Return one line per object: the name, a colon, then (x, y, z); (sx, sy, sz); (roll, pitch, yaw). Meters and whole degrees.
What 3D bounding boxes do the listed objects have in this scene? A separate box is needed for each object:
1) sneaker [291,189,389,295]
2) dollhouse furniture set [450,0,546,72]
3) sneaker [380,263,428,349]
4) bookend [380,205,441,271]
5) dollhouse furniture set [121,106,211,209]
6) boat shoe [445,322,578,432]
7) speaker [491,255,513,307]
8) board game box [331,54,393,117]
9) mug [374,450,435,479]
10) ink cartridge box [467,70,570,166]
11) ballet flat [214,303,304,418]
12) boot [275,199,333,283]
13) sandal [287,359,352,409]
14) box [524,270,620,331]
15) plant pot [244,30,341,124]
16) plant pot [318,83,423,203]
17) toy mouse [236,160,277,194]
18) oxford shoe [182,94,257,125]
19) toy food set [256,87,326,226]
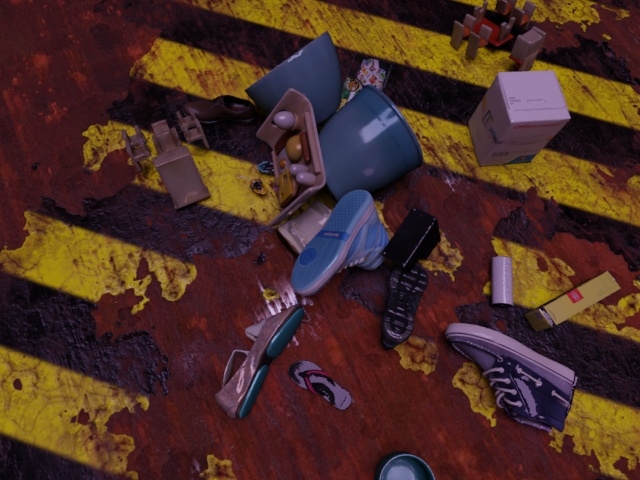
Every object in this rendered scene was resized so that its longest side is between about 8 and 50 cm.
sneaker: (0.074, 0.048, 1.107); (0.127, 0.208, 0.319); (17, 64, 46)
dollhouse furniture set: (0.617, -0.690, 1.462); (0.262, 0.135, 0.259); (-33, 63, -14)
sneaker: (0.208, 0.167, 1.127); (0.101, 0.106, 0.267); (22, 50, 11)
bookend: (0.249, 0.016, 1.155); (0.072, 0.157, 0.156); (31, 82, 28)
dollhouse furniture set: (-0.425, -0.236, 1.248); (0.212, 0.161, 0.242); (-24, 50, -11)
boat shoe: (0.455, 0.337, 1.050); (0.341, 0.127, 0.158); (24, 63, 6)
speaker: (0.498, 0.115, 1.175); (0.055, 0.055, 0.136); (7, 70, 0)
board game box: (0.139, -0.487, 1.398); (0.136, 0.030, 0.259); (19, 70, 2)
mug: (0.183, 0.564, 0.972); (0.130, 0.097, 0.157); (21, 71, 5)
ink cartridge box: (0.569, -0.352, 1.256); (0.171, 0.232, 0.168); (-5, 70, -5)
ballet flat: (-0.160, 0.277, 1.066); (0.106, 0.107, 0.316); (24, 69, 21)
boot: (0.000, 0.000, 1.188); (0.165, 0.077, 0.213); (-37, 74, -17)
sandal: (0.001, 0.357, 1.071); (0.179, 0.040, 0.067); (31, 72, 9)
box: (0.673, 0.164, 1.148); (0.232, 0.087, 0.058); (-24, 72, -10)
plant pot: (-0.049, -0.446, 1.270); (0.290, 0.290, 0.195); (-43, 113, -16)
plant pot: (0.101, -0.241, 1.194); (0.255, 0.271, 0.271); (-37, 75, 0)
toy mouse: (-0.140, -0.184, 1.272); (0.161, 0.031, 0.143); (40, 73, 12)
oxford shoe: (-0.314, -0.414, 1.317); (0.227, 0.096, 0.082); (-1, 72, -1)
toy food set: (-0.098, -0.214, 1.139); (0.093, 0.220, 0.305); (6, 64, -33)
